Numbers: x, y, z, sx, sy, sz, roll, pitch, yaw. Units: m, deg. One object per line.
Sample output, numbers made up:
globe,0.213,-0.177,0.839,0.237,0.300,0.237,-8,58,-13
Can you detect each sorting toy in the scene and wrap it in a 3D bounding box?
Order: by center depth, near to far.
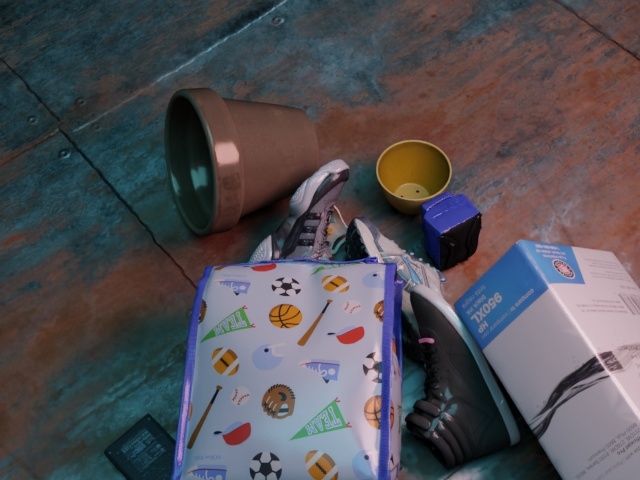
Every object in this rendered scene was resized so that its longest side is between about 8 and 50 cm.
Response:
sorting toy,0.014,-0.016,1.802,0.075,0.045,0.083,44,87,10

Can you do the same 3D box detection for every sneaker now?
sneaker,0.182,0.220,1.554,0.147,0.104,0.295,-29,91,-13
sneaker,0.143,0.072,1.717,0.122,0.110,0.283,-21,65,-25
sneaker,0.000,0.000,1.726,0.153,0.101,0.268,38,96,12

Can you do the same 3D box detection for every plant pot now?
plant pot,-0.132,-0.153,1.793,0.229,0.263,0.263,-10,56,-24
plant pot,0.167,-0.101,1.817,0.134,0.095,0.134,-1,57,1

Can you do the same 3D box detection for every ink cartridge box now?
ink cartridge box,0.424,0.205,1.490,0.286,0.166,0.394,7,44,-45

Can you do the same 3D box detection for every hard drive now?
hard drive,-0.265,0.352,1.584,0.094,0.022,0.135,-40,64,-21

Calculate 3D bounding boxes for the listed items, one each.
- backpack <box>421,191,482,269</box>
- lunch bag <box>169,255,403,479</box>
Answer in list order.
backpack,0.227,-0.018,1.748,0.098,0.120,0.101,-24,50,-10
lunch bag,-0.034,0.211,1.539,0.328,0.239,0.385,-2,64,7
